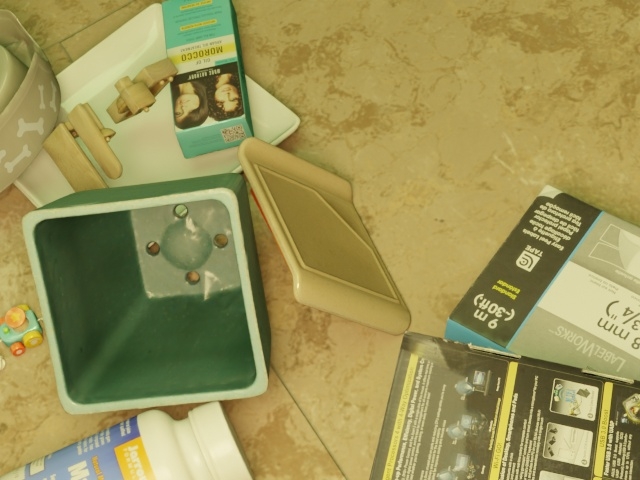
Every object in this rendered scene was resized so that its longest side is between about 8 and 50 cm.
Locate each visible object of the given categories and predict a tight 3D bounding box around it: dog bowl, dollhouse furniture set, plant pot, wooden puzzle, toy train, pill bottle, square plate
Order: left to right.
[{"bbox_3d":[-0.515,-0.165,1.900,0.348,0.102,0.349,-18,44,18],"label":"dog bowl"},{"bbox_3d":[-0.357,0.134,1.759,0.166,0.046,0.125,5,59,15],"label":"toy train"},{"bbox_3d":[-0.219,0.287,1.568,0.272,0.152,0.152,-24,56,-3],"label":"pill bottle"},{"bbox_3d":[-0.252,-0.137,1.820,0.151,0.144,0.123,-32,86,-44],"label":"dollhouse furniture set"},{"bbox_3d":[-0.257,-0.142,1.913,0.347,0.049,0.344,-40,58,-14],"label":"square plate"},{"bbox_3d":[-0.185,0.039,1.651,0.247,0.248,0.252,-7,15,7],"label":"plant pot"},{"bbox_3d":[0.000,0.000,1.684,0.044,0.221,0.239,-38,54,25],"label":"wooden puzzle"}]

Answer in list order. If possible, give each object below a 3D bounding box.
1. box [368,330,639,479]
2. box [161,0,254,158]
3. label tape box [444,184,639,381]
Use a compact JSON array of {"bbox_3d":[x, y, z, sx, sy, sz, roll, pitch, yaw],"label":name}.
[{"bbox_3d":[0.193,0.299,1.317,0.318,0.097,0.395,12,55,5],"label":"box"},{"bbox_3d":[-0.157,-0.234,1.884,0.100,0.060,0.244,-13,56,4],"label":"box"},{"bbox_3d":[0.282,0.126,1.591,0.240,0.106,0.334,28,67,27],"label":"label tape box"}]
